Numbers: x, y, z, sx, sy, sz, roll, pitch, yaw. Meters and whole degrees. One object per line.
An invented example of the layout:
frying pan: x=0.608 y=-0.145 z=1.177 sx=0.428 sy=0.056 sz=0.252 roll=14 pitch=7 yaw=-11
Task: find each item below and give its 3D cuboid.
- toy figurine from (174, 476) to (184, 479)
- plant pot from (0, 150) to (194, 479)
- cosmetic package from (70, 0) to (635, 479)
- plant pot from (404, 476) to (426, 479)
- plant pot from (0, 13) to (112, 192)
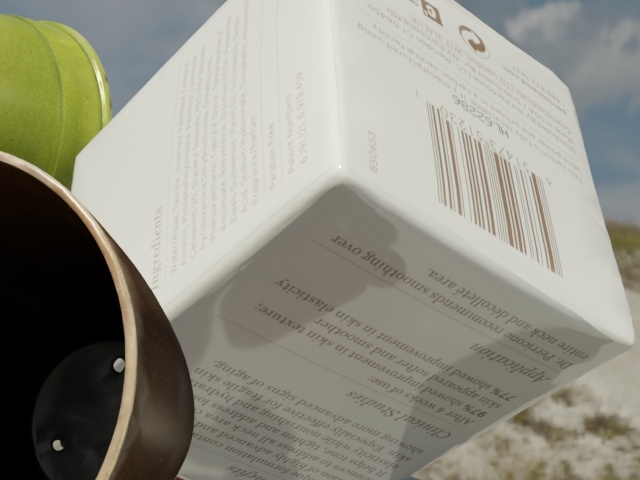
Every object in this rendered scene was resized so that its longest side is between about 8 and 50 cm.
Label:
toy figurine: x=-0.159 y=0.172 z=1.296 sx=0.148 sy=0.213 sz=0.209 roll=-33 pitch=43 yaw=-31
plant pot: x=-0.155 y=0.088 z=0.604 sx=0.215 sy=0.215 sz=0.230 roll=-8 pitch=-16 yaw=12
cosmetic package: x=0.000 y=0.000 z=1.024 sx=0.329 sy=0.327 sz=0.394 roll=29 pitch=-50 yaw=-32
plant pot: x=0.025 y=0.384 z=1.397 sx=0.255 sy=0.271 sz=0.271 roll=2 pitch=-14 yaw=9
plant pot: x=-0.514 y=-0.150 z=1.413 sx=0.366 sy=0.366 sz=0.353 roll=-15 pitch=-18 yaw=34
